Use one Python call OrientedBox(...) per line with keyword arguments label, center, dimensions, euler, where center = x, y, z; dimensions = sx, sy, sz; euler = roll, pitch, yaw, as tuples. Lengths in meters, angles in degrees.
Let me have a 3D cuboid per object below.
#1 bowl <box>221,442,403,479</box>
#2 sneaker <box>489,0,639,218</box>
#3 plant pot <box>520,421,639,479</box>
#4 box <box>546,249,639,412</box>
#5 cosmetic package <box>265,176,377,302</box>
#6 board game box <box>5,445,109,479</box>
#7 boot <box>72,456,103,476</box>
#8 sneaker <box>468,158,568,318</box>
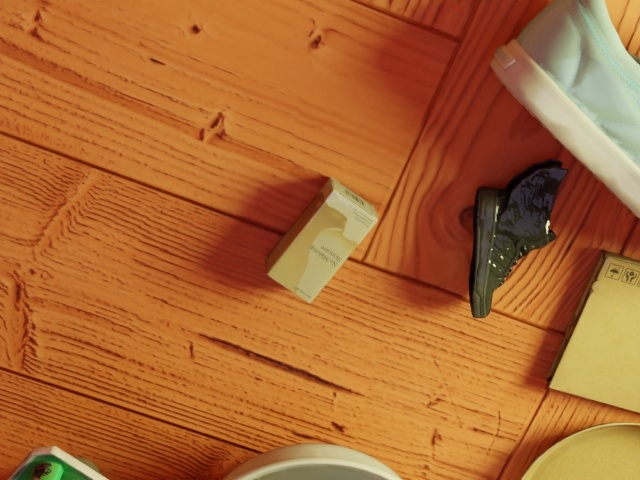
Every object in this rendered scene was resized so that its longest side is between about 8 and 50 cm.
OrientedBox(label="bowl", center=(-0.012, 0.330, 1.383), dimensions=(0.297, 0.134, 0.298), euler=(-1, 111, -3))
OrientedBox(label="sneaker", center=(0.339, -0.098, 1.228), dimensions=(0.366, 0.135, 0.150), euler=(39, 108, -17))
OrientedBox(label="plant pot", center=(0.326, 0.302, 1.445), dimensions=(0.236, 0.032, 0.236), euler=(-1, 111, -3))
OrientedBox(label="box", center=(0.364, 0.111, 1.375), dimensions=(0.201, 0.021, 0.164), euler=(16, 110, -10))
OrientedBox(label="cosmetic package", center=(0.000, 0.000, 1.299), dimensions=(0.060, 0.041, 0.115), euler=(33, 107, -15))
OrientedBox(label="board game box", center=(-0.215, 0.428, 1.224), dimensions=(0.390, 0.050, 0.390), euler=(36, 113, -15))
OrientedBox(label="boot", center=(-0.264, 0.357, 1.339), dimensions=(0.076, 0.208, 0.190), euler=(0, 113, -2))
OrientedBox(label="sneaker", center=(0.200, 0.001, 1.305), dimensions=(0.089, 0.051, 0.170), euler=(2, 109, 1))
